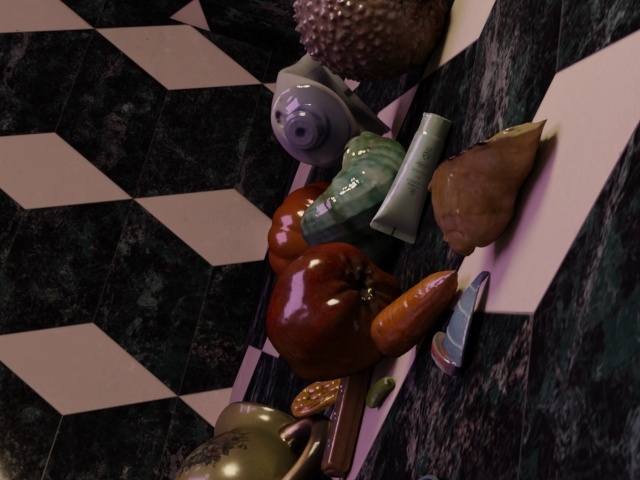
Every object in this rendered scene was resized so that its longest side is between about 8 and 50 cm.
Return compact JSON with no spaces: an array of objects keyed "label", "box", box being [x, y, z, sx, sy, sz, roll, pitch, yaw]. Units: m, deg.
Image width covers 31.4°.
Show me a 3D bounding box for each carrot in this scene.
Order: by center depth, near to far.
[{"label":"carrot","box":[0.136,0.087,1.539,0.205,0.072,0.072,127,160,-51]}]

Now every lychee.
[{"label":"lychee","box":[0.084,-0.434,2.098,0.300,0.300,0.300,-163,90,-82]}]

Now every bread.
[{"label":"bread","box":[-0.004,0.275,1.999,0.110,0.024,0.110,-28,14,7]}]

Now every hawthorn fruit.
[{"label":"hawthorn fruit","box":[0.003,0.120,1.784,0.248,0.208,0.208,-37,33,46]}]

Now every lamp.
[{"label":"lamp","box":[0.000,0.000,2.135,0.196,0.223,0.223,17,90,38]}]

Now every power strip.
[{"label":"power strip","box":[0.050,0.242,1.851,0.064,0.044,0.305,125,160,-68]}]

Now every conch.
[{"label":"conch","box":[0.065,-0.051,1.966,0.220,0.195,0.277,-11,-84,-73]}]

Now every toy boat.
[{"label":"toy boat","box":[0.172,0.096,1.380,0.096,0.034,0.122,-108,38,-67]}]

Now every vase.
[{"label":"vase","box":[-0.096,0.409,2.016,0.329,0.241,0.302,-33,17,32]}]

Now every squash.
[{"label":"squash","box":[0.088,0.225,1.704,0.089,0.027,0.027,120,165,-50]}]

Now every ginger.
[{"label":"ginger","box":[0.204,-0.063,1.345,0.193,0.115,0.123,134,132,-56]}]

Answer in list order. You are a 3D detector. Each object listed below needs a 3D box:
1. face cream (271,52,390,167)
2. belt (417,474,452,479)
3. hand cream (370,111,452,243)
[{"label":"face cream","box":[0.018,-0.251,2.141,0.137,0.235,0.420,-44,3,22]},{"label":"belt","box":[0.100,0.350,1.044,0.206,0.116,0.268,124,165,-48]},{"label":"hand cream","box":[0.151,-0.102,1.818,0.050,0.078,0.205,-159,91,-80]}]
